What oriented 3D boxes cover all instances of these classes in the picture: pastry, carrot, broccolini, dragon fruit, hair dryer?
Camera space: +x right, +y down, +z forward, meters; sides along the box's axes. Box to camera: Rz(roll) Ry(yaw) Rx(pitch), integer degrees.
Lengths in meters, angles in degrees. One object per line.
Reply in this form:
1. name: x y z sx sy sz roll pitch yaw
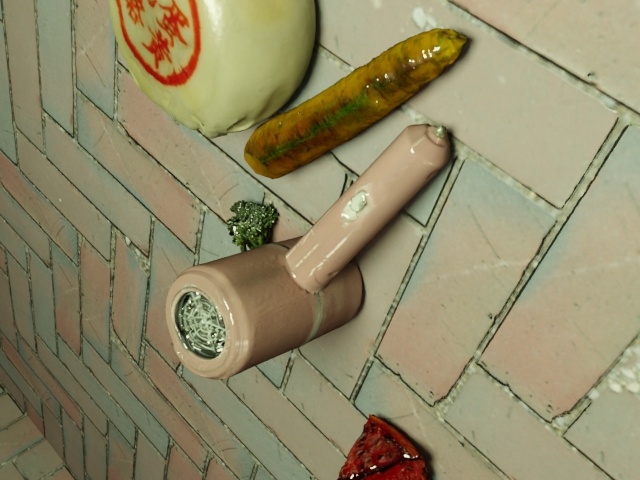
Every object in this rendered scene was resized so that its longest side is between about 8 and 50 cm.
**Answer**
1. pastry: -0.125 -0.241 0.745 0.265 0.133 0.264 31 137 35
2. carrot: 0.026 -0.137 0.704 0.314 0.066 0.066 -23 95 48
3. broccolini: -0.085 0.048 0.938 0.058 0.067 0.216 -107 13 -58
4. dragon fruit: 0.088 0.335 0.889 0.092 0.122 0.192 11 120 26
5. hair dryer: 0.000 0.000 0.721 0.125 0.210 0.352 54 127 16
